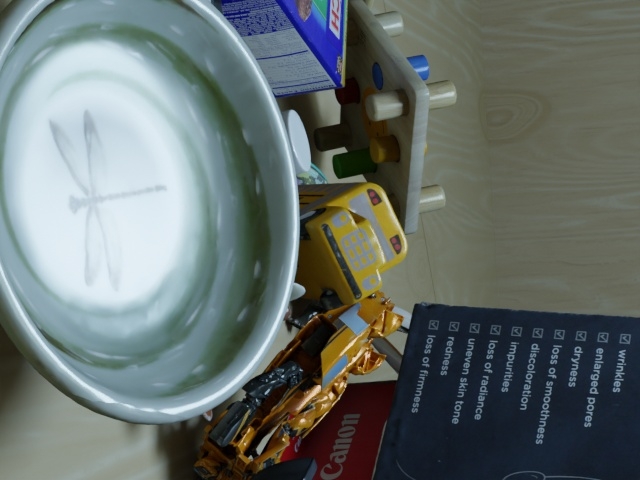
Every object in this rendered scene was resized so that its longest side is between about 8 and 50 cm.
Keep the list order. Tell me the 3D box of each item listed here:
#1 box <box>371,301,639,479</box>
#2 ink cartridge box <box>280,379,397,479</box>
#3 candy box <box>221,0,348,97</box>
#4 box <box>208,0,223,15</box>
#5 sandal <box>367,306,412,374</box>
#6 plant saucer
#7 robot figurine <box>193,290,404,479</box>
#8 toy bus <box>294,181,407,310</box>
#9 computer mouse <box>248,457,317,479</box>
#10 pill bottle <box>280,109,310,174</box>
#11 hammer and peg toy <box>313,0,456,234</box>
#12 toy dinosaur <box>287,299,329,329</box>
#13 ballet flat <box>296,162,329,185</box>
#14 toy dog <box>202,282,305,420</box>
[{"bbox_3d":[0.333,0.360,1.982,0.297,0.472,0.480,52,47,-52],"label":"box"},{"bbox_3d":[0.042,0.341,2.118,0.309,0.130,0.272,-67,149,-55],"label":"ink cartridge box"},{"bbox_3d":[-0.058,-0.367,1.950,0.317,0.122,0.268,46,43,-67],"label":"candy box"},{"bbox_3d":[-0.193,-0.295,1.558,0.307,0.076,0.242,-42,127,-70],"label":"box"},{"bbox_3d":[0.108,0.133,2.226,0.102,0.076,0.265,50,-1,-18],"label":"sandal"},{"bbox_3d":[-0.177,-0.039,1.317,0.400,0.100,0.400,12,75,-50],"label":"plant saucer"},{"bbox_3d":[-0.031,0.179,1.731,0.291,0.085,0.211,-44,166,-28],"label":"robot figurine"},{"bbox_3d":[0.000,0.000,1.797,0.108,0.130,0.333,65,-18,-10],"label":"toy bus"},{"bbox_3d":[-0.100,0.343,1.610,0.262,0.060,0.184,-58,179,24],"label":"computer mouse"},{"bbox_3d":[-0.101,-0.088,1.640,0.094,0.169,0.094,-14,90,-75],"label":"pill bottle"},{"bbox_3d":[0.065,-0.213,2.172,0.361,0.127,0.266,-119,-156,-44],"label":"hammer and peg toy"},{"bbox_3d":[0.040,0.077,2.149,0.160,0.121,0.313,-62,158,-6],"label":"toy dinosaur"},{"bbox_3d":[-0.022,-0.061,2.112,0.221,0.077,0.079,38,70,-69],"label":"ballet flat"},{"bbox_3d":[-0.091,0.074,1.558,0.220,0.161,0.334,-59,165,1],"label":"toy dog"}]
